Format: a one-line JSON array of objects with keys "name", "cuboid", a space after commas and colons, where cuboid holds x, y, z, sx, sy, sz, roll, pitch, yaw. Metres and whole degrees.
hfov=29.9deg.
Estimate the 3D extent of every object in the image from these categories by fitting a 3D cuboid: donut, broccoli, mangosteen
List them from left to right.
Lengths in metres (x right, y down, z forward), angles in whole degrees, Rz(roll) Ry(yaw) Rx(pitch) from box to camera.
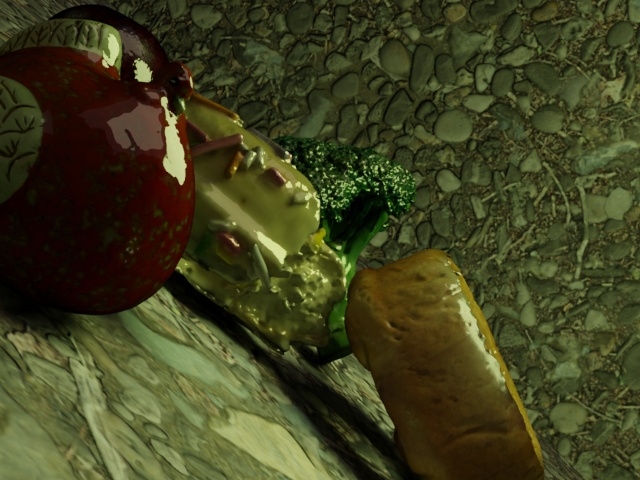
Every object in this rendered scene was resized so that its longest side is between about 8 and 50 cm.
[{"name": "mangosteen", "cuboid": [-0.296, -0.198, 1.508, 0.194, 0.194, 0.230, 43, 34, 8]}, {"name": "donut", "cuboid": [-0.111, -0.031, 1.280, 0.307, 0.150, 0.371, 35, -10, 18]}, {"name": "broccoli", "cuboid": [0.000, 0.000, 1.567, 0.297, 0.297, 0.297, 66, 11, 9]}, {"name": "donut", "cuboid": [0.140, 0.170, 1.371, 0.299, 0.150, 0.317, -97, 162, -67]}]

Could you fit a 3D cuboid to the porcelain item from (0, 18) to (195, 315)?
[{"name": "porcelain item", "cuboid": [-0.194, -0.070, 0.994, 0.253, 0.253, 0.253, 41, 7, -6]}]
